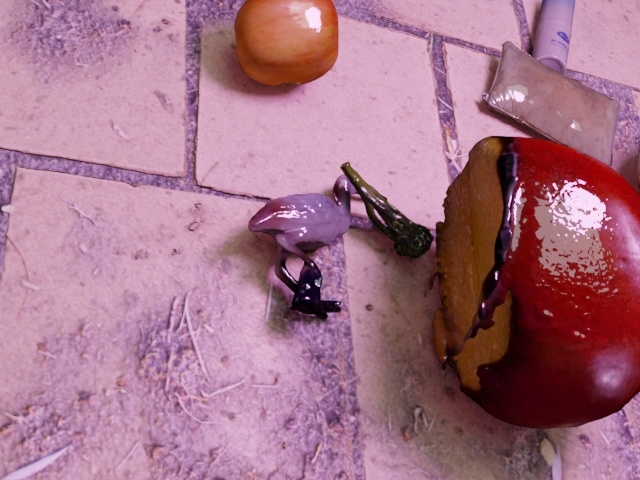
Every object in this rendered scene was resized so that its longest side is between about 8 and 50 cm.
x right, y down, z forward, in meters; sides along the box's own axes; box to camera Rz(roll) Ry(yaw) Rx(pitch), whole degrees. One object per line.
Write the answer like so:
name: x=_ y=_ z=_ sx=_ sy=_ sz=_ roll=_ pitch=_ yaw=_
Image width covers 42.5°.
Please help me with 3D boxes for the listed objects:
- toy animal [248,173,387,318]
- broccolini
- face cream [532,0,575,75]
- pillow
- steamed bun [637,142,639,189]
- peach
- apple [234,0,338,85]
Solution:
toy animal: x=-0.010 y=-0.024 z=1.277 sx=0.195 sy=0.090 sz=0.324 roll=47 pitch=42 yaw=-22
broccolini: x=0.097 y=-0.043 z=1.331 sx=0.202 sy=0.068 sz=0.091 roll=40 pitch=20 yaw=-10
face cream: x=0.512 y=-0.454 z=1.807 sx=0.077 sy=0.077 sz=0.250 roll=25 pitch=52 yaw=-9
pillow: x=0.477 y=-0.281 z=1.677 sx=0.302 sy=0.075 sz=0.185 roll=26 pitch=60 yaw=-9
steamed bun: x=0.759 y=-0.100 z=1.582 sx=0.374 sy=0.241 sz=0.374 roll=27 pitch=44 yaw=-29
peach: x=0.315 y=0.048 z=1.210 sx=0.353 sy=0.339 sz=0.417 roll=-31 pitch=94 yaw=-14
apple: x=-0.061 y=-0.347 z=1.408 sx=0.199 sy=0.199 sz=0.199 roll=12 pitch=55 yaw=-18
